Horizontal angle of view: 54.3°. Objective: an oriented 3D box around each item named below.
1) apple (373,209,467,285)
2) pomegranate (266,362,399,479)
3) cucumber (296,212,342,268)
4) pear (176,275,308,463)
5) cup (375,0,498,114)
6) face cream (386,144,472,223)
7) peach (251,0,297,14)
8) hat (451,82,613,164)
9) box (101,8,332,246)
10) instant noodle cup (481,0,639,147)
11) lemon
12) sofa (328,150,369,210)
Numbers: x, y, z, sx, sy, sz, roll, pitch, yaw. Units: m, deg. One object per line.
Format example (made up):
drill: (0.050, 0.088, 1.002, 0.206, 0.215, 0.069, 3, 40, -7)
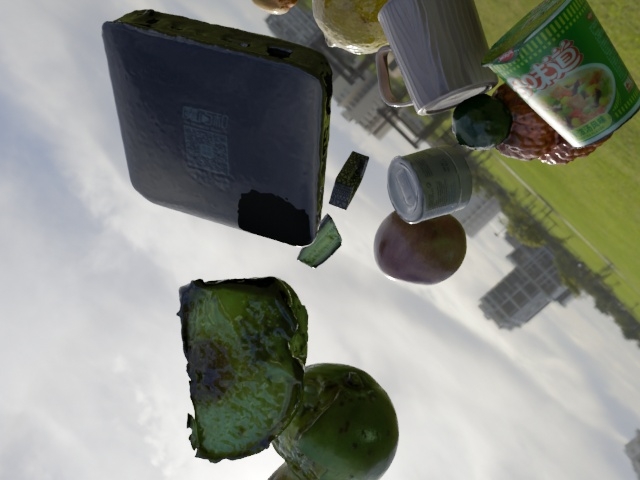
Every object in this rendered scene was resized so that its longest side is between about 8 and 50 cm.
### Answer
apple: (0.326, 0.013, 2.065, 0.306, 0.235, 0.305, 6, -157, -3)
pomegranate: (0.000, 0.357, 1.080, 0.236, 0.301, 0.236, 29, -172, -4)
cucumber: (0.000, 0.000, 2.091, 0.115, 0.193, 0.086, 27, -164, -38)
pear: (-0.092, 0.170, 0.911, 0.255, 0.164, 0.238, 39, -137, -83)
cup: (0.250, -0.445, 1.476, 0.273, 0.288, 0.208, 70, -163, 2)
face cream: (0.273, -0.143, 1.590, 0.153, 0.177, 0.177, -16, -131, -22)
peach: (-0.125, -0.695, 1.731, 0.138, 0.138, 0.138, 41, -165, -13)
hat: (0.516, -0.280, 1.509, 0.285, 0.400, 0.285, 48, 156, 29)
box: (-0.128, -0.136, 0.804, 0.290, 0.289, 0.073, 16, -136, 14)
instant noodle cup: (0.434, -0.292, 1.102, 0.232, 0.207, 0.207, 47, -166, -11)
lemon: (0.135, -0.723, 1.845, 0.336, 0.336, 0.336, 41, -165, -13)
sofa: (0.055, -0.114, 1.170, 0.039, 0.060, 0.118, 20, -140, 7)
